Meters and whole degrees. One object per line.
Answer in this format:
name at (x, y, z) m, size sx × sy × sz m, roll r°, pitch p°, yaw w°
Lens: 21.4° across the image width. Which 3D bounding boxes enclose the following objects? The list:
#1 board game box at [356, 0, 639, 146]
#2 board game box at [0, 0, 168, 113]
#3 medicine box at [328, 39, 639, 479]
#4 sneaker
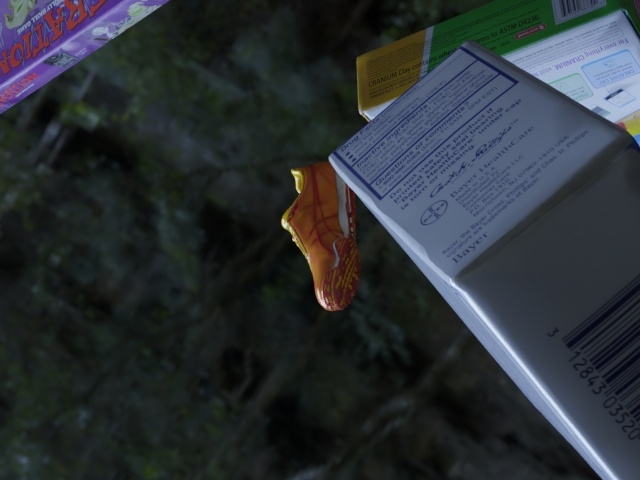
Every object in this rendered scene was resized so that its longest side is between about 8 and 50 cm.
board game box at (0.211, -0.094, 1.502) m, size 0.316 × 0.242 × 0.064 m, roll 45°, pitch -147°, yaw -47°
board game box at (-0.262, -0.277, 1.686) m, size 0.056 × 0.347 × 0.208 m, roll 7°, pitch -118°, yaw -50°
medicine box at (0.172, 0.024, 1.205) m, size 0.263 × 0.149 × 0.289 m, roll 49°, pitch -179°, yaw -25°
sneaker at (0.000, 0.000, 1.531) m, size 0.067 × 0.064 × 0.175 m, roll -10°, pitch -138°, yaw 7°
